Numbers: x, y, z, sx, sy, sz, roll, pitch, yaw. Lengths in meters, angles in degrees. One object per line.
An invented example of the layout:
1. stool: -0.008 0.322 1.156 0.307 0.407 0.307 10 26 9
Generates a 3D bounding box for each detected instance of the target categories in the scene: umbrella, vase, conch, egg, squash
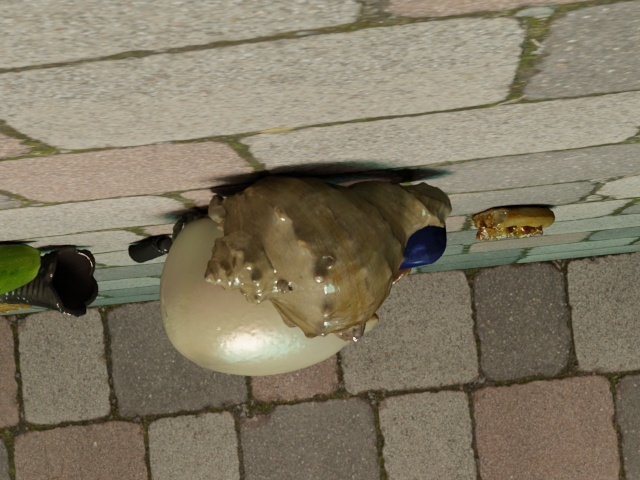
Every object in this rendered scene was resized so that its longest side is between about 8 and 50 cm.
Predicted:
1. umbrella: -0.257 0.013 2.024 0.036 0.031 0.133 -5 175 -30
2. vase: -0.467 0.068 2.055 0.237 0.115 0.115 -6 176 29
3. conch: -0.003 0.010 1.527 0.324 0.186 0.263 2 -166 -37
4. egg: -0.082 0.100 1.734 0.286 0.174 0.264 27 157 -17
5. squash: -0.517 0.047 1.819 0.292 0.082 0.082 -2 174 -35

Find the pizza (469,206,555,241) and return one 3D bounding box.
1. pizza: 0.302 -0.025 2.120 0.175 0.046 0.134 -1 174 -44

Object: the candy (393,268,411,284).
1. candy: 0.016 0.030 2.181 0.271 0.101 0.143 3 178 -22

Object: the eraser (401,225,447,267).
1. eraser: 0.006 0.006 1.843 0.155 0.101 0.332 1 171 -42

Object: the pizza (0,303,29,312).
1. pizza: -0.696 0.097 2.253 0.392 0.080 0.435 -1 172 -45
